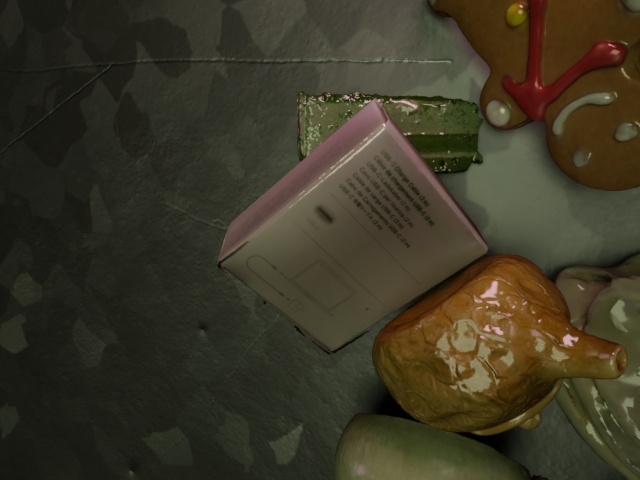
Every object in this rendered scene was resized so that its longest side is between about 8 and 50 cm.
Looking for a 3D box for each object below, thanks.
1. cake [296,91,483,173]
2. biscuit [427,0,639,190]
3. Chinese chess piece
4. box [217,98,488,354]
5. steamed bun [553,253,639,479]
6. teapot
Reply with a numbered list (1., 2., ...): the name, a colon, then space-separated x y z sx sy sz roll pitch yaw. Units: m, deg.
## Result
1. cake: 0.087 -0.139 0.563 0.235 0.099 0.100 1 96 -2
2. biscuit: 0.232 -0.201 0.425 0.340 0.047 0.216 65 155 3
3. Chinese chess piece: 0.131 0.285 0.493 0.237 0.238 0.092 11 59 19
4. box: 0.036 -0.003 0.511 0.251 0.106 0.203 -37 116 21
5. steamed bun: 0.375 0.147 0.397 0.280 0.207 0.268 -11 92 23
6. teapot: 0.169 0.130 0.455 0.167 0.203 0.311 54 153 7
